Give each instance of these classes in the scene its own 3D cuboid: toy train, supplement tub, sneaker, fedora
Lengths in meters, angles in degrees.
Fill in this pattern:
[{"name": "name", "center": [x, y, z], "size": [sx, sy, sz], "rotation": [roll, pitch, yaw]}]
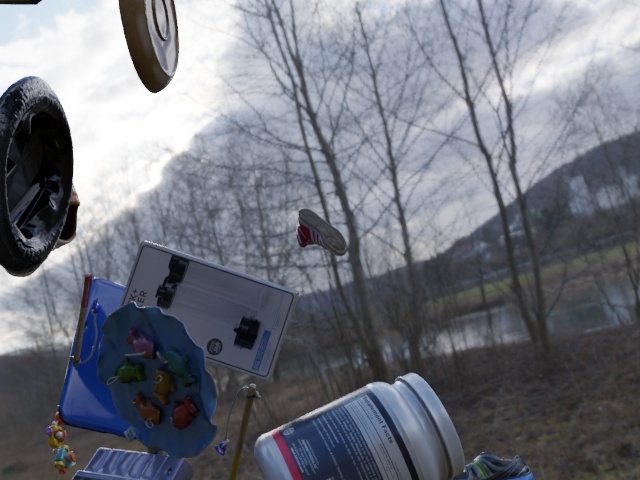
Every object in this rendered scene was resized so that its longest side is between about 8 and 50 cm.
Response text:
[{"name": "toy train", "center": [-0.647, 0.506, 1.732], "size": [0.046, 0.166, 0.125], "rotation": [-12, 1, 6]}, {"name": "supplement tub", "center": [0.055, 0.331, 1.018], "size": [0.272, 0.191, 0.191], "rotation": [-22, -6, -13]}, {"name": "sneaker", "center": [-0.582, -0.006, 1.407], "size": [0.106, 0.123, 0.290], "rotation": [-3, -43, -48]}, {"name": "sneaker", "center": [0.288, 0.426, 1.227], "size": [0.188, 0.078, 0.067], "rotation": [-4, -48, -8]}, {"name": "sneaker", "center": [0.000, 0.000, 1.229], "size": [0.042, 0.118, 0.067], "rotation": [-30, -28, -32]}, {"name": "fedora", "center": [-0.501, -0.103, 1.043], "size": [0.153, 0.333, 0.334], "rotation": [3, -9, -2]}]

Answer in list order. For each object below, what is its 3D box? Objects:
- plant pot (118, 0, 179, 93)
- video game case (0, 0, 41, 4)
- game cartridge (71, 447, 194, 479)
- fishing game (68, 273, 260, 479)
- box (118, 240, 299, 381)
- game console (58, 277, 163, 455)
[{"name": "plant pot", "center": [-0.260, -0.349, 1.056], "size": [0.033, 0.236, 0.236], "rotation": [-4, -7, 4]}, {"name": "video game case", "center": [-0.568, -0.463, 1.001], "size": [0.275, 0.035, 0.248], "rotation": [14, -31, 33]}, {"name": "game cartridge", "center": [-0.390, 0.516, 1.142], "size": [0.230, 0.068, 0.355], "rotation": [-1, 40, 28]}, {"name": "fishing game", "center": [-0.188, 0.160, 0.744], "size": [0.041, 0.264, 0.189], "rotation": [-26, -38, -53]}, {"name": "box", "center": [-0.200, 0.124, 1.204], "size": [0.290, 0.169, 0.087], "rotation": [19, -3, 2]}, {"name": "game console", "center": [-0.384, 0.259, 1.340], "size": [0.174, 0.293, 0.250], "rotation": [6, -33, -7]}]
